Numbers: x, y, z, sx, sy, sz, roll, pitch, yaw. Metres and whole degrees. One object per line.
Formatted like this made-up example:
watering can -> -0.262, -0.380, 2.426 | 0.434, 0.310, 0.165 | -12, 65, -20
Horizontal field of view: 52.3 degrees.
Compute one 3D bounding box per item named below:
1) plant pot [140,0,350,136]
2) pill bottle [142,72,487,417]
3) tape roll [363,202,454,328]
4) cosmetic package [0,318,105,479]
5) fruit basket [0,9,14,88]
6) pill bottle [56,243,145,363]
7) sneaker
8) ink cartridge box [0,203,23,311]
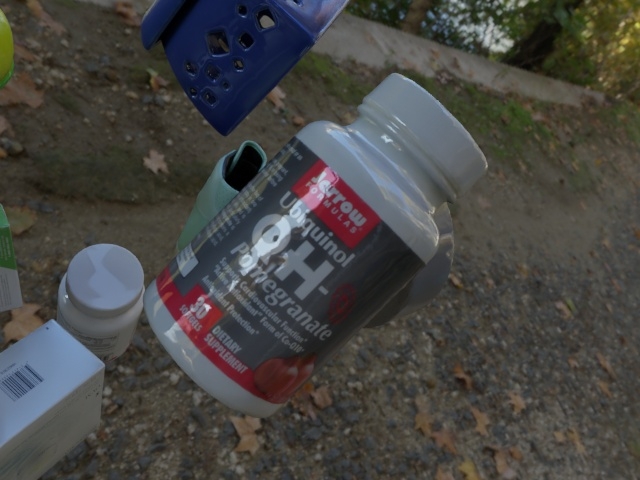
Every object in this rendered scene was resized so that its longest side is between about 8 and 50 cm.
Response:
plant pot -> -0.121, -0.342, 1.003 | 0.212, 0.236, 0.236 | 43, 37, -13
pill bottle -> 0.000, 0.000, 0.624 | 0.176, 0.318, 0.176 | 44, 4, -4
tape roll -> 0.055, -0.005, 0.807 | 0.072, 0.219, 0.219 | -15, 71, -42
cosmetic package -> -0.500, 0.297, 1.106 | 0.138, 0.224, 0.224 | 37, 46, 13
fruit basket -> -0.443, -0.167, 0.547 | 0.392, 0.283, 0.392 | 163, -90, -86
pill bottle -> -0.435, 0.128, 1.288 | 0.160, 0.283, 0.160 | 11, 59, -18
sneaker -> -0.095, -0.067, 0.834 | 0.094, 0.151, 0.256 | 30, 27, -9
ink cartridge box -> -0.592, 0.045, 1.004 | 0.219, 0.160, 0.092 | -13, 36, -30
